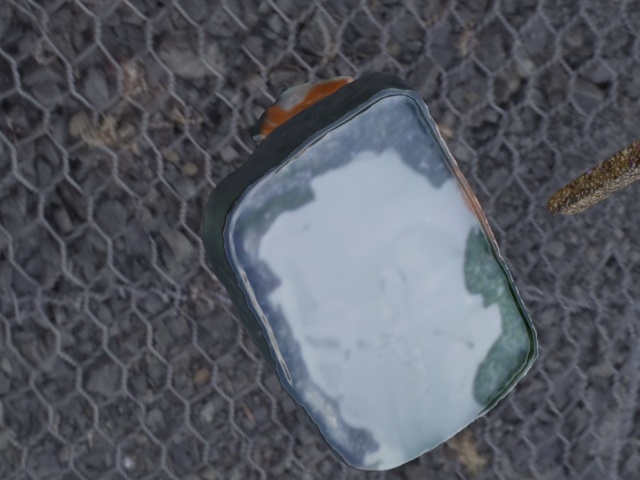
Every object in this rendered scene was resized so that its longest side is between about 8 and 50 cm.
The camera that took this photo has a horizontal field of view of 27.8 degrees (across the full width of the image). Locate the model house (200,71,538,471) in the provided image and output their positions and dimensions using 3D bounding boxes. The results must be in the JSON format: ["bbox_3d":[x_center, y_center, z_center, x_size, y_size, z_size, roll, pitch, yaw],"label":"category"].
[{"bbox_3d":[0.000,0.000,1.032,0.190,0.301,0.271,-34,117,-7],"label":"model house"}]

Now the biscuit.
[{"bbox_3d":[0.382,-0.085,1.698,0.064,0.199,0.034,-5,70,-41],"label":"biscuit"}]
